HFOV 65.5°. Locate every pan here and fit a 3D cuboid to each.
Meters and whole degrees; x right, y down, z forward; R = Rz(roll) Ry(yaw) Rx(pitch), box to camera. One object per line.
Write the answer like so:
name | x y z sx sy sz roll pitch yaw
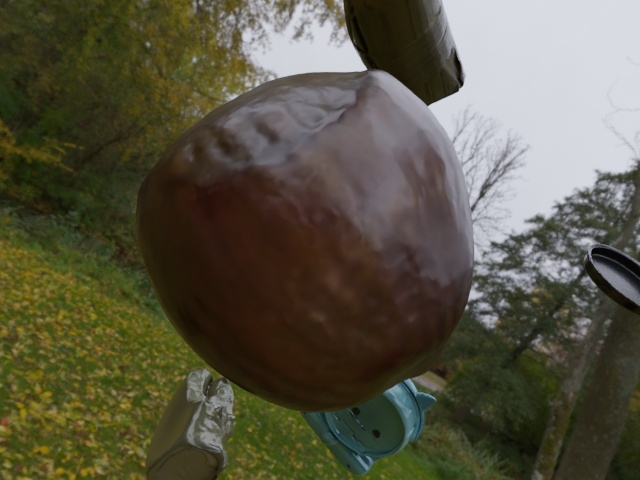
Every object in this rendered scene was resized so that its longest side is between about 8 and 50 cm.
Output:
pan | 0.481 0.080 0.706 0.235 0.028 0.136 26 36 6

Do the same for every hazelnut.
hazelnut | 0.000 0.000 0.627 0.421 0.420 0.353 33 -32 -21

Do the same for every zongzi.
zongzi | 0.109 -0.588 1.144 0.500 0.218 0.467 47 12 -51

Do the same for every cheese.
cheese | -0.210 0.309 0.819 0.091 0.175 0.202 34 29 -22

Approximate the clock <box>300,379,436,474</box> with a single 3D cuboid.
clock | 0.100 0.352 1.043 0.223 0.274 0.094 48 34 3
